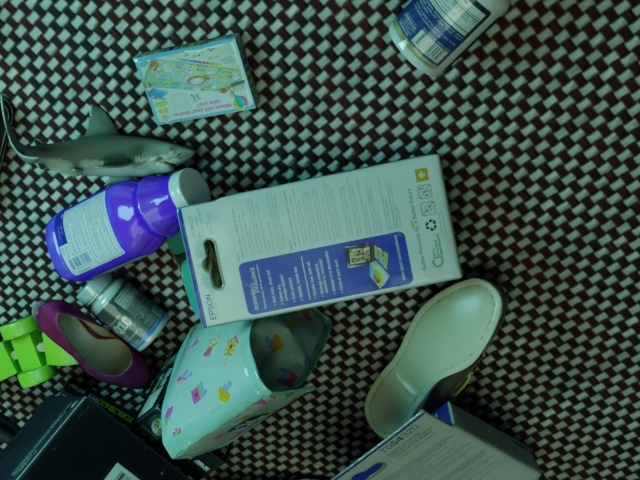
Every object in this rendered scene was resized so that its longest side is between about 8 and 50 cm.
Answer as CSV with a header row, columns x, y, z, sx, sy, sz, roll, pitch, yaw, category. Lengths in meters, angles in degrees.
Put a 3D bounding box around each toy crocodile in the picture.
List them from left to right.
x,y,z,sx,sy,sz,roll,pitch,yaw,category
-0.542,0.203,1.546,0.340,0.105,0.115,-18,94,23,toy crocodile

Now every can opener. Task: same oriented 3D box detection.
x,y,z,sx,sy,sz,roll,pitch,yaw,category
-0.641,0.318,1.654,0.186,0.059,0.073,44,119,-14,can opener

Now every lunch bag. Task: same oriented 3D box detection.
x,y,z,sx,sy,sz,roll,pitch,yaw,category
-0.120,0.200,1.353,0.223,0.262,0.160,-36,107,26,lunch bag

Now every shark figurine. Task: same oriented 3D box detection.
x,y,z,sx,sy,sz,roll,pitch,yaw,category
-0.341,-0.145,1.276,0.166,0.278,0.116,-14,78,50,shark figurine

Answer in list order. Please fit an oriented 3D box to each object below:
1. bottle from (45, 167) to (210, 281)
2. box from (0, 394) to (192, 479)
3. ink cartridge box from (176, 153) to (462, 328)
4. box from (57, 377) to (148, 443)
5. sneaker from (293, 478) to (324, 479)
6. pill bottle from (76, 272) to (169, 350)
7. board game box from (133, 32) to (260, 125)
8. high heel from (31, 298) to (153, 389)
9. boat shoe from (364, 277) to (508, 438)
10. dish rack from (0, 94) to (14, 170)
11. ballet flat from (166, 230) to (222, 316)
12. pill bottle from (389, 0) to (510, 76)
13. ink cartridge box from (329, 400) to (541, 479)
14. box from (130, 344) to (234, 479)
x,y,z,sx,sy,sz,roll,pitch,yaw,category
-0.287,-0.028,1.326,0.282,0.092,0.118,-22,85,31,bottle
-0.359,0.405,1.454,0.296,0.183,0.294,44,154,-15,box
0.000,0.000,1.244,0.370,0.069,0.176,-12,96,0,ink cartridge box
-0.424,0.366,1.646,0.184,0.045,0.191,30,121,-9,box
-0.068,0.556,1.654,0.322,0.130,0.236,-7,140,-1,sneaker
-0.323,0.110,1.451,0.137,0.078,0.078,40,120,-12,pill bottle
-0.173,-0.225,1.251,0.154,0.026,0.104,-7,118,16,board game box
-0.352,0.174,1.435,0.244,0.082,0.117,47,160,-25,high heel
0.188,0.179,1.373,0.117,0.096,0.324,50,123,29,boat shoe
-0.621,-0.171,1.357,0.271,0.074,0.208,26,120,-2,dish rack
-0.190,0.018,1.366,0.073,0.067,0.206,-17,86,30,ballet flat
0.173,-0.291,1.098,0.094,0.094,0.169,40,120,-12,pill bottle
0.136,0.391,1.429,0.324,0.071,0.330,-41,128,19,ink cartridge box
-0.206,0.274,1.462,0.147,0.180,0.077,44,120,-14,box
